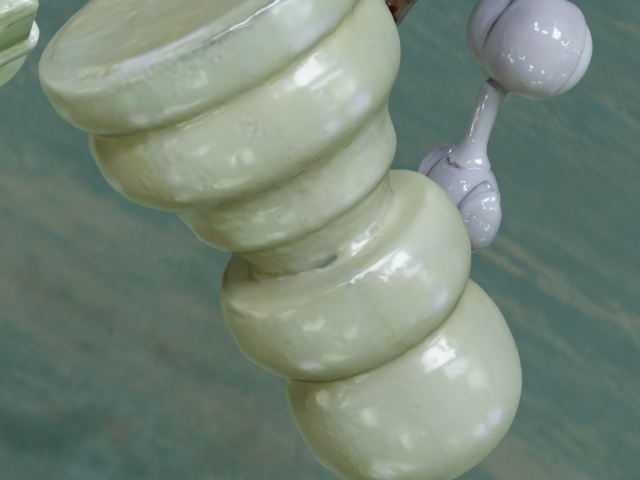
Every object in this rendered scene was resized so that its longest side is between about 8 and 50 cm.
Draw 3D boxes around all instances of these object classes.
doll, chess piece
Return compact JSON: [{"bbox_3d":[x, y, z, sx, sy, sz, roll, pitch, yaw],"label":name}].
[{"bbox_3d":[0.163,-0.111,1.866,0.094,0.160,0.365,17,108,-24],"label":"doll"},{"bbox_3d":[0.000,0.000,0.961,0.167,0.167,0.300,-25,114,7],"label":"chess piece"}]

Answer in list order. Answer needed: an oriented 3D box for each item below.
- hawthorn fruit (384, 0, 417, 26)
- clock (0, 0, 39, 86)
[{"bbox_3d":[0.005,-0.344,1.811,0.254,0.300,0.254,-15,147,-10],"label":"hawthorn fruit"},{"bbox_3d":[-0.304,-0.268,1.250,0.120,0.276,0.379,-29,89,-18],"label":"clock"}]
